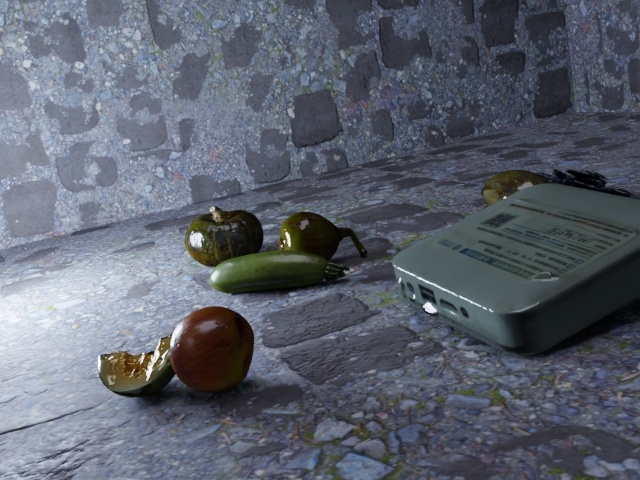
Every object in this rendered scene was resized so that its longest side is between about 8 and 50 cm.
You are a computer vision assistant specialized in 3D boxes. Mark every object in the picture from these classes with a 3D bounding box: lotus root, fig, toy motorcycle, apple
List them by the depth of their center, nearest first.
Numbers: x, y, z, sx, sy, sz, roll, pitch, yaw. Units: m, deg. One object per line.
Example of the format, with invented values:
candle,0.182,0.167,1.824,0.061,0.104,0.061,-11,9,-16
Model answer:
apple,-0.168,0.173,1.248,0.147,0.146,0.146,-10,13,2
lotus root,0.474,-0.082,1.793,0.154,0.154,0.278,-14,14,-15
toy motorcycle,0.639,-0.104,1.821,0.270,0.106,0.159,27,10,41
fig,-0.007,-0.009,1.888,0.186,0.142,0.148,-27,43,-13

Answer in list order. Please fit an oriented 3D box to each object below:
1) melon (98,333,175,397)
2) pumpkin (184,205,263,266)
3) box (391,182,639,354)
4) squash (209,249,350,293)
melon,-0.291,0.223,1.295,0.160,0.079,0.128,-15,33,11
pumpkin,-0.268,-0.021,2.129,0.219,0.162,0.219,-10,17,3
box,0.369,0.033,1.353,0.397,0.111,0.396,-25,20,-17
squash,-0.100,0.067,1.759,0.341,0.094,0.094,-6,14,18
